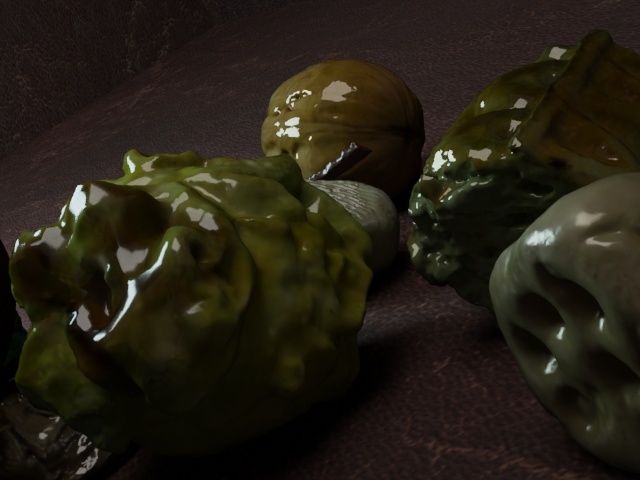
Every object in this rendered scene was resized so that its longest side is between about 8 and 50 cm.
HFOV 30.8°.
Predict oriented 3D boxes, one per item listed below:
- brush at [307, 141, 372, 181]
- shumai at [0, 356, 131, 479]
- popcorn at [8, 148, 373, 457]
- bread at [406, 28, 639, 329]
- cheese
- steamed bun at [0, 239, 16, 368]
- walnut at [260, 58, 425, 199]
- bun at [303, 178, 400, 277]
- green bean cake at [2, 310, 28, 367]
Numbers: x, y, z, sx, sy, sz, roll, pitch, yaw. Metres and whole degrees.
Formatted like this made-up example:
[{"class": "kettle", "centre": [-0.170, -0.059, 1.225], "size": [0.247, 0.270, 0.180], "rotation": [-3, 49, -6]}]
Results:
[{"class": "brush", "centre": [-0.055, -0.031, 1.397], "size": [0.301, 0.071, 0.084], "rotation": [-33, -24, 30]}, {"class": "shumai", "centre": [-0.286, 0.177, 1.187], "size": [0.201, 0.120, 0.201], "rotation": [-24, 22, 10]}, {"class": "popcorn", "centre": [-0.110, 0.049, 1.059], "size": [0.312, 0.312, 0.312], "rotation": [-23, 19, 9]}, {"class": "bread", "centre": [0.213, -0.055, 1.035], "size": [0.238, 0.196, 0.252], "rotation": [-17, 24, 29]}, {"class": "cheese", "centre": [0.211, 0.052, 0.746], "size": [0.117, 0.218, 0.235], "rotation": [-39, 44, -23]}, {"class": "steamed bun", "centre": [-0.469, 0.117, 1.146], "size": [0.379, 0.248, 0.235], "rotation": [-33, -6, -13]}, {"class": "walnut", "centre": [0.025, -0.131, 1.469], "size": [0.195, 0.195, 0.221], "rotation": [-40, 22, -33]}, {"class": "bun", "centre": [0.000, 0.000, 1.280], "size": [0.166, 0.113, 0.173], "rotation": [-8, 25, -21]}, {"class": "green bean cake", "centre": [-0.491, 0.168, 1.495], "size": [0.208, 0.107, 0.193], "rotation": [-8, 27, 46]}]
